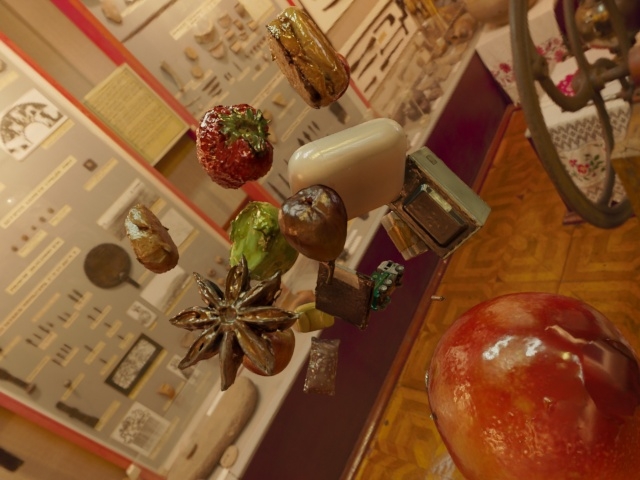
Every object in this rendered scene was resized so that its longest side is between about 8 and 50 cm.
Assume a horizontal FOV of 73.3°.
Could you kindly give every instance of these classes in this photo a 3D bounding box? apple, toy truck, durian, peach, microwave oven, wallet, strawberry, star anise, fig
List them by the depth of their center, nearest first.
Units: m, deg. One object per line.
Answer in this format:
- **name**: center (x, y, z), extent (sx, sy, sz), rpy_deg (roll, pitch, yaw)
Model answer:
- **peach**: center (0.362, 0.261, 0.730), extent (0.388, 0.388, 0.388), rpy_deg (-34, 27, 20)
- **star anise**: center (-0.207, 0.194, 1.038), extent (0.331, 0.118, 0.332), rpy_deg (-4, 62, 7)
- **fig**: center (0.001, 0.001, 1.084), extent (0.170, 0.274, 0.145), rpy_deg (-32, 32, -21)
- **strawberry**: center (-0.276, -0.276, 1.343), extent (0.277, 0.257, 0.257), rpy_deg (-49, 13, 52)
- **durian**: center (-0.182, 0.014, 1.429), extent (0.204, 0.339, 0.256), rpy_deg (43, 99, 23)
- **apple**: center (-0.192, 0.378, 1.552), extent (0.188, 0.211, 0.211), rpy_deg (-53, 22, 16)
- **wallet**: center (0.087, 0.197, 1.583), extent (0.220, 0.263, 0.071), rpy_deg (24, 44, 24)
- **microwave oven**: center (0.412, -0.139, 1.591), extent (0.218, 0.355, 0.286), rpy_deg (-48, -7, 33)
- **toy truck**: center (0.235, 0.166, 1.659), extent (0.116, 0.110, 0.216), rpy_deg (23, 45, 25)

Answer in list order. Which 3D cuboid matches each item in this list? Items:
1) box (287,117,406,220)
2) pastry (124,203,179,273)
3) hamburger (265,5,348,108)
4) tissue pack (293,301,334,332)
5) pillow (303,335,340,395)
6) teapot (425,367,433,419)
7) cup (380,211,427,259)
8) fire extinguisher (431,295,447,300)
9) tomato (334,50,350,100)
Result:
- **box**: center (0.081, -0.182, 1.222), extent (0.348, 0.289, 0.141), rpy_deg (-24, 53, -12)
- **pastry**: center (-0.508, 0.002, 1.297), extent (0.100, 0.229, 0.219), rpy_deg (-32, 63, -8)
- **hamburger**: center (-0.044, -0.567, 1.355), extent (0.174, 0.304, 0.284), rpy_deg (-38, 18, 11)
- **tissue pack**: center (-0.031, 0.344, 1.966), extent (0.178, 0.123, 0.127), rpy_deg (-12, 9, -8)
- **pillow**: center (0.010, 0.404, 1.391), extent (0.043, 0.118, 0.185), rpy_deg (-31, 49, 57)
- **teapot**: center (0.467, 0.552, 1.618), extent (0.158, 0.159, 0.232), rpy_deg (-14, 30, 47)
- **cup**: center (0.412, -0.055, 1.881), extent (0.241, 0.226, 0.185), rpy_deg (-27, -10, 12)
- **fire extinguisher**: center (0.494, 0.241, 1.787), extent (0.083, 0.028, 0.023), rpy_deg (162, 118, -72)
- **tomato**: center (0.020, -0.667, 1.717), extent (0.140, 0.232, 0.201), rpy_deg (-49, -12, -47)
